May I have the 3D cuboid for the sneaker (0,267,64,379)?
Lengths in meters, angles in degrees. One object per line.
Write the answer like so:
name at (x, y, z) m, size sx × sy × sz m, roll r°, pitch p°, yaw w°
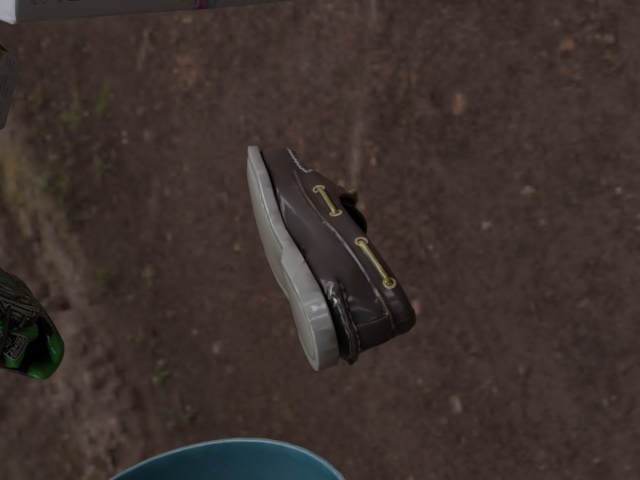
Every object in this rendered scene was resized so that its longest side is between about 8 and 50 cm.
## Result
sneaker at (-0.434, 0.080, 1.802) m, size 0.146 × 0.343 × 0.134 m, roll 36°, pitch 88°, yaw 30°

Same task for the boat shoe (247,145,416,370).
boat shoe at (0.000, 0.000, 1.326) m, size 0.324 × 0.097 × 0.116 m, roll -115°, pitch 12°, yaw -57°

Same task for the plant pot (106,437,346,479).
plant pot at (-0.080, 0.322, 1.085) m, size 0.290 × 0.290 × 0.195 m, roll 23°, pitch 141°, yaw 50°

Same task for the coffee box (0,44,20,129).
coffee box at (-0.507, -0.222, 1.587) m, size 0.168 × 0.297 × 0.119 m, roll -22°, pitch 45°, yaw 27°

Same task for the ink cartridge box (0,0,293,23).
ink cartridge box at (-0.108, -0.282, 1.049) m, size 0.119 × 0.353 × 0.207 m, roll 22°, pitch 116°, yaw 40°
